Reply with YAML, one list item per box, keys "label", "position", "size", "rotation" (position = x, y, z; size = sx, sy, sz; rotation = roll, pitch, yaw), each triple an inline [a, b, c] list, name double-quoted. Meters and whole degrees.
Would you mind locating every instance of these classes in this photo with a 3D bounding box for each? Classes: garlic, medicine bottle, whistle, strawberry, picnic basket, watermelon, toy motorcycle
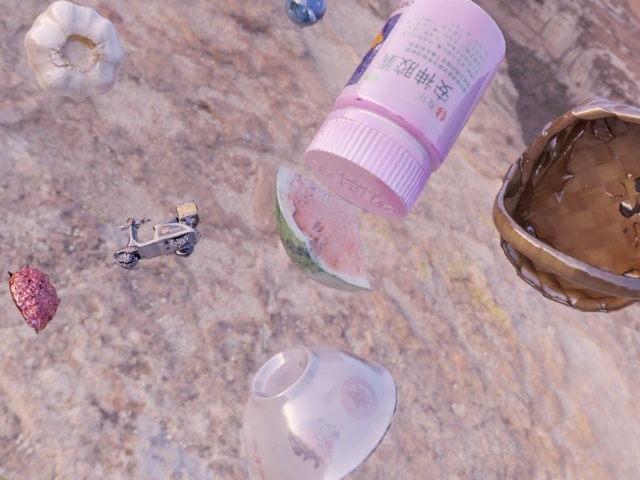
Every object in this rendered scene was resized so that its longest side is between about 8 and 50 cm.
- label: "garlic"
  position: [-0.534, -0.401, 1.421]
  size: [0.199, 0.199, 0.226]
  rotation: [21, 4, -33]
- label: "medicine bottle"
  position: [0.120, -0.192, 0.944]
  size: [0.178, 0.291, 0.178]
  rotation: [31, -12, 8]
- label: "whistle"
  position: [-0.034, -0.476, 1.323]
  size: [0.090, 0.090, 0.158]
  rotation: [19, 32, -34]
- label: "strawberry"
  position: [-0.790, 0.156, 1.843]
  size: [0.174, 0.098, 0.228]
  rotation: [66, -14, -22]
- label: "picnic basket"
  position: [0.394, -0.026, 0.974]
  size: [0.293, 0.337, 0.337]
  rotation: [31, 22, 24]
- label: "watermelon"
  position: [0.000, 0.000, 1.419]
  size: [0.256, 0.176, 0.260]
  rotation: [47, 31, -49]
- label: "toy motorcycle"
  position: [-0.469, -0.010, 1.905]
  size: [0.091, 0.263, 0.157]
  rotation: [82, -10, -61]

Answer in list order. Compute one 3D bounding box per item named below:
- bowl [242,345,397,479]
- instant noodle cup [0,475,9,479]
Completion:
- label: "bowl"
  position: [-0.038, 0.308, 1.287]
  size: [0.157, 0.345, 0.345]
  rotation: [55, 21, -22]
- label: "instant noodle cup"
  position: [-0.722, 0.587, 1.357]
  size: [0.200, 0.264, 0.264]
  rotation: [29, 29, -16]
